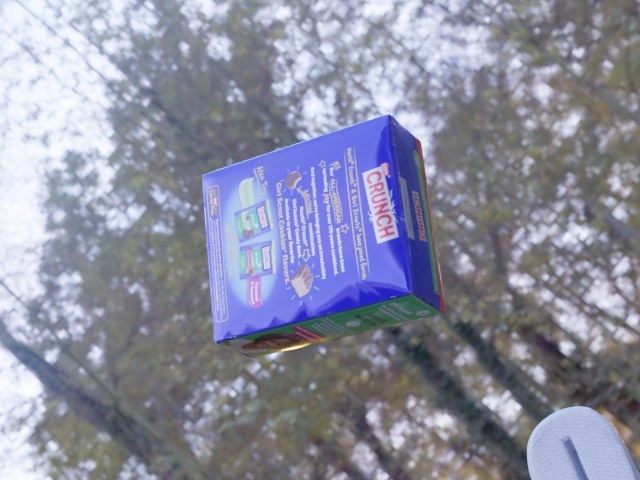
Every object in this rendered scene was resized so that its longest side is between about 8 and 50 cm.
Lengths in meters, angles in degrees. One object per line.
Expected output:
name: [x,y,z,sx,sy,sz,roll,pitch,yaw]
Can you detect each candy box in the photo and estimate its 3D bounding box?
candy box: [0.000,0.000,1.792,0.317,0.268,0.122,-16,-22,27]

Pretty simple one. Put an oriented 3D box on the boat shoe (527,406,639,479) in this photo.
boat shoe: [0.270,0.293,1.022,0.121,0.335,0.119,-27,-36,23]
